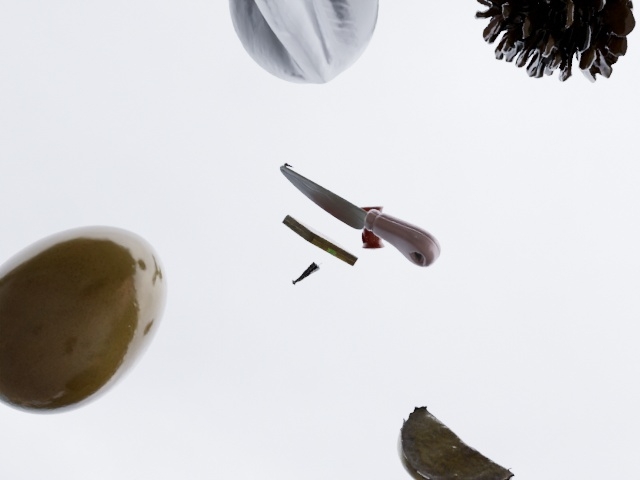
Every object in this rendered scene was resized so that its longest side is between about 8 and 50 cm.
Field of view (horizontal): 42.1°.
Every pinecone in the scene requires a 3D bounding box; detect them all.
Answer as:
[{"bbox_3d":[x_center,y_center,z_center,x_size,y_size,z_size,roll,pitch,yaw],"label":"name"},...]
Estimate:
[{"bbox_3d":[0.370,-0.375,1.317,0.264,0.264,0.264,15,-52,20],"label":"pinecone"}]

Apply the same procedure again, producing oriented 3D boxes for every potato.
[{"bbox_3d":[0.249,0.455,1.661,0.243,0.138,0.098,33,-37,33],"label":"potato"}]

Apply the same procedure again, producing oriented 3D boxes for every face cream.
[{"bbox_3d":[-0.037,-0.237,0.614,0.137,0.420,0.235,-17,-100,6],"label":"face cream"}]

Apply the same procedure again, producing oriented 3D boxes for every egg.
[{"bbox_3d":[-0.375,0.115,1.250,0.322,0.250,0.250,-40,-80,2],"label":"egg"}]

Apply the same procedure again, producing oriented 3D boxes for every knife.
[{"bbox_3d":[0.065,-0.047,1.460,0.336,0.043,0.081,31,-30,25],"label":"knife"}]

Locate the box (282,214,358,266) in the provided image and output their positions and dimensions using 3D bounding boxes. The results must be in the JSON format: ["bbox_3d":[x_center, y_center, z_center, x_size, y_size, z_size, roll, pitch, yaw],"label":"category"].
[{"bbox_3d":[0.000,0.000,1.545,0.133,0.023,0.090,29,6,-39],"label":"box"}]

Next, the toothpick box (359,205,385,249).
[{"bbox_3d":[0.098,-0.024,1.580,0.047,0.047,0.083,0,-86,30],"label":"toothpick box"}]

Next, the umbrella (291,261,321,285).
[{"bbox_3d":[-0.029,0.073,1.864,0.083,0.031,0.020,-40,-105,2],"label":"umbrella"}]
